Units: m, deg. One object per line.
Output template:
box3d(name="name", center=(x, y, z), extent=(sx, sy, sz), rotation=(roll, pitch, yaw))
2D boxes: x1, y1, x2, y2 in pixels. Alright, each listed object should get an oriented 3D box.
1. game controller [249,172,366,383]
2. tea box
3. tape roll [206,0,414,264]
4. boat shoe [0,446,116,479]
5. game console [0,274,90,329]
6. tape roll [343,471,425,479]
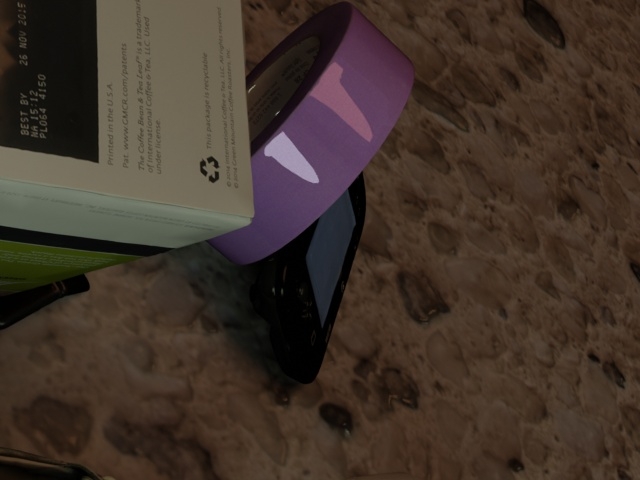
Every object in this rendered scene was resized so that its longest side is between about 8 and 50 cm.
box3d(name="game controller", center=(0.000, 0.000, 1.305), extent=(0.319, 0.067, 0.166), rotation=(-70, 146, -47))
box3d(name="tea box", center=(-0.235, -0.150, 0.861), extent=(0.220, 0.324, 0.328), rotation=(9, 74, -46))
box3d(name="tape roll", center=(-0.033, -0.109, 1.219), extent=(0.090, 0.275, 0.274), rotation=(40, 39, -18))
box3d(name="boat shoe", center=(-0.193, 0.230, 0.913), extent=(0.335, 0.119, 0.121), rotation=(19, 50, -39))
box3d(name="game console", center=(-0.276, 0.011, 1.080), extent=(0.107, 0.071, 0.122), rotation=(-31, 86, -23))
box3d(name="tape roll", center=(0.021, 0.369, 0.898), extent=(0.392, 0.072, 0.391), rotation=(-10, 107, -35))
